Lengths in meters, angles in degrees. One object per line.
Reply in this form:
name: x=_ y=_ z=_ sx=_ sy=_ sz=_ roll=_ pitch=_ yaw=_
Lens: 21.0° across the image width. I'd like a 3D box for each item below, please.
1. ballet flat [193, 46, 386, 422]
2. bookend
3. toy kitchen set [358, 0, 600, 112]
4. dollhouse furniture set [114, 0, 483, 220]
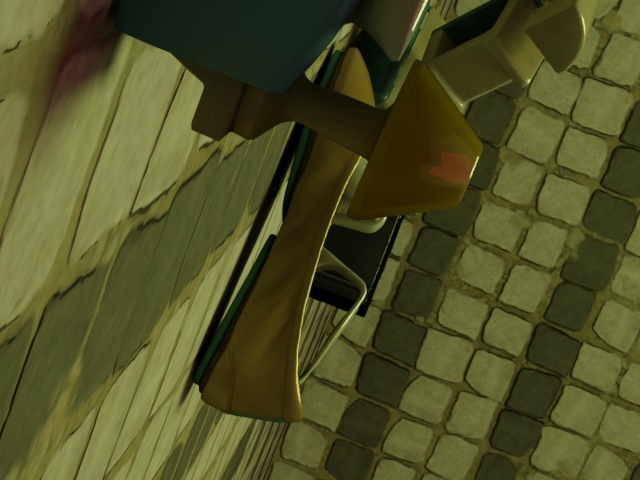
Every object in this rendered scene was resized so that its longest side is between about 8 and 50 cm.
ballet flat: x=0.000 y=0.000 z=1.012 sx=0.080 sy=0.073 sz=0.232 roll=101 pitch=11 yaw=-77
bookend: x=0.029 y=-0.028 z=1.348 sx=0.157 sy=0.072 sz=0.156 roll=72 pitch=39 yaw=-84
toy kitchen set: x=0.071 y=-0.179 z=1.131 sx=0.207 sy=0.166 sz=0.122 roll=-23 pitch=-153 yaw=36
dollhouse furniture set: x=0.102 y=-0.157 z=0.511 sx=0.286 sy=0.198 sz=0.303 roll=-56 pitch=168 yaw=-75
